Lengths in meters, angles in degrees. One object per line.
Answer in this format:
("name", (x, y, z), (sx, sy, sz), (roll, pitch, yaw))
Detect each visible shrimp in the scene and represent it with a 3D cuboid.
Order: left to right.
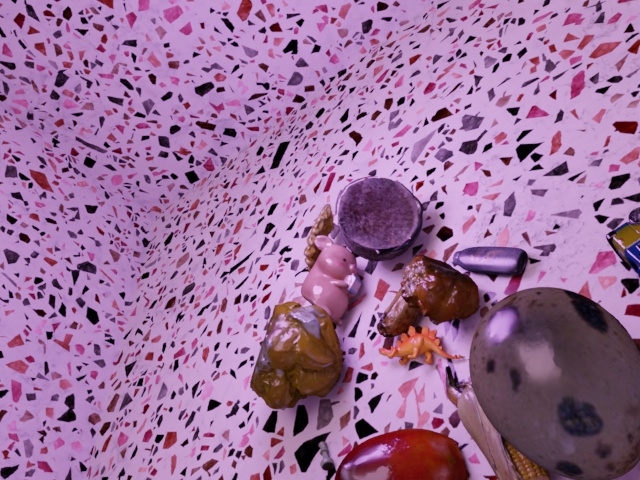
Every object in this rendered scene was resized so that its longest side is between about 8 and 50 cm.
("shrimp", (0.396, 0.353, 1.661), (0.150, 0.051, 0.217), (-21, 48, 44))

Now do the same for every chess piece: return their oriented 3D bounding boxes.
("chess piece", (0.014, 0.639, 1.856), (0.042, 0.042, 0.093), (-42, 28, 13))

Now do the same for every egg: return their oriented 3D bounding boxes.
("egg", (0.504, 0.295, 1.312), (0.345, 0.345, 0.428), (-40, 36, 17))

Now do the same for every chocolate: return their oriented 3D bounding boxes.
("chocolate", (0.188, -0.045, 2.130), (0.213, 0.303, 0.303), (95, -167, -62))

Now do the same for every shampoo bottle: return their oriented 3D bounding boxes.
("shampoo bottle", (0.496, 0.057, 1.831), (0.233, 0.049, 0.087), (3, 58, 52))

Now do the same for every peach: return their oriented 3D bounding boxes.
("peach", (0.205, 0.604, 1.549), (0.338, 0.281, 0.281), (-18, 31, -13))

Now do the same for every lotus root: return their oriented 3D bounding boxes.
("lotus root", (0.270, 0.197, 1.923), (0.258, 0.097, 0.110), (-57, 3, -13))

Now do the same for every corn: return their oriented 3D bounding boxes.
("corn", (0.419, 0.473, 1.440), (0.123, 0.122, 0.305), (-62, 29, 25))

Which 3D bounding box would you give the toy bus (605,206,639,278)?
("toy bus", (0.833, -0.021, 1.416), (0.287, 0.138, 0.175), (-39, 33, 17))

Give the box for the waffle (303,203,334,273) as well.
("waffle", (-0.002, -0.001, 2.340), (0.056, 0.250, 0.261), (16, 62, 17))

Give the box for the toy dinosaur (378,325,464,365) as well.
("toy dinosaur", (0.294, 0.305, 1.822), (0.288, 0.070, 0.117), (-12, 49, 39))

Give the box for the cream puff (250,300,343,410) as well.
("cream puff", (-0.066, 0.382, 2.024), (0.378, 0.275, 0.379), (-162, 90, -85))

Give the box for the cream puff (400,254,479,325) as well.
("cream puff", (0.338, 0.136, 1.766), (0.241, 0.269, 0.155), (27, 110, 22))

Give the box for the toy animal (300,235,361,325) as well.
("toy animal", (0.042, 0.140, 2.177), (0.212, 0.195, 0.256), (19, 70, 46))
